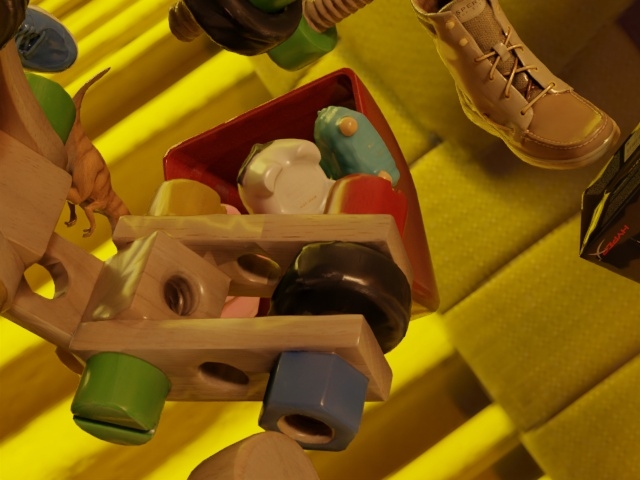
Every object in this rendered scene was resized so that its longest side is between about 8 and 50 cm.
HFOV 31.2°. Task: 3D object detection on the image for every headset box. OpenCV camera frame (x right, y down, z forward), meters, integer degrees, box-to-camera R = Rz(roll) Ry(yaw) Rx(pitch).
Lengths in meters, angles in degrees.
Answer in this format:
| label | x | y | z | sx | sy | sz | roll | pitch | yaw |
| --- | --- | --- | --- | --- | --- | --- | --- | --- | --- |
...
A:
| label | x | y | z | sx | sy | sz | roll | pitch | yaw |
| --- | --- | --- | --- | --- | --- | --- | --- | --- | --- |
| headset box | 0.450 | -0.026 | 1.182 | 0.293 | 0.110 | 0.218 | 24 | 135 | -8 |

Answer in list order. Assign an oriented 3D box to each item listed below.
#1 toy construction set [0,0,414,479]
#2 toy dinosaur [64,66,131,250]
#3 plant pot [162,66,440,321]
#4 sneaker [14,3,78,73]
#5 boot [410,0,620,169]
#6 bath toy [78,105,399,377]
| label | x | y | z | sx | sy | sz | roll | pitch | yaw |
| --- | --- | --- | --- | --- | --- | --- | --- | --- | --- |
| toy construction set | -0.114 | 0.035 | 0.439 | 0.257 | 0.237 | 0.309 | 14 | -121 | -49 |
| toy dinosaur | -0.225 | -0.071 | 1.055 | 0.064 | 0.112 | 0.211 | 56 | 164 | 42 |
| plant pot | 0.000 | 0.000 | 1.362 | 0.235 | 0.267 | 0.267 | 30 | -136 | -56 |
| sneaker | -0.249 | -0.161 | 0.887 | 0.152 | 0.058 | 0.084 | 31 | -166 | -38 |
| boot | 0.214 | -0.200 | 1.306 | 0.203 | 0.095 | 0.262 | 55 | 173 | -37 |
| bath toy | -0.087 | 0.015 | 1.030 | 0.129 | 0.348 | 0.151 | 3 | 123 | 58 |
